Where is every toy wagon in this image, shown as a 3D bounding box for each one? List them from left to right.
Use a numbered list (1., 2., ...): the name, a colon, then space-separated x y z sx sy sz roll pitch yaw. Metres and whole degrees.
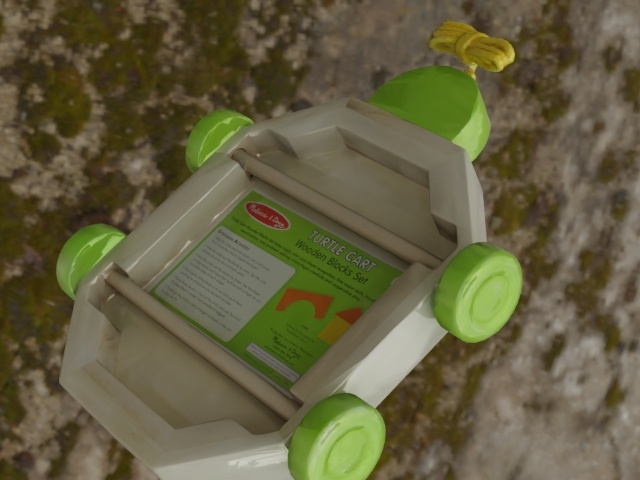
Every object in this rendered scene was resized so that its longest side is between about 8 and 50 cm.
1. toy wagon: 0.000 0.000 0.749 0.344 0.267 0.068 -45 136 -15
